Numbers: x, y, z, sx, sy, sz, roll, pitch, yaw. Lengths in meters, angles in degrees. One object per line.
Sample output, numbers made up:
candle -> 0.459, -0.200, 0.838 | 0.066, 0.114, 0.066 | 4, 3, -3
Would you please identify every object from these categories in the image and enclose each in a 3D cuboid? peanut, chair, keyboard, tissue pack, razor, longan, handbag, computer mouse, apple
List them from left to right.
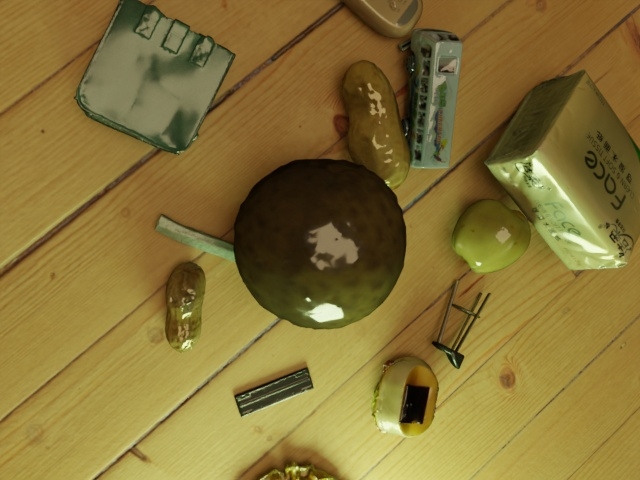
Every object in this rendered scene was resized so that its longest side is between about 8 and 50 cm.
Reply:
handbag -> -0.357, -0.348, 1.402 | 0.269, 0.100, 0.274 | 22, 89, -16
peanut -> -0.316, 0.155, 1.490 | 0.100, 0.099, 0.214 | 5, 102, -18
keyboard -> -0.115, 0.380, 1.621 | 0.198, 0.010, 0.063 | -19, 104, -14
longan -> 0.000, 0.000, 1.433 | 0.391, 0.391, 0.391 | -2, 98, -17
peanut -> 0.128, -0.268, 1.543 | 0.148, 0.147, 0.318 | -19, 106, -14
computer mouse -> 0.135, -0.586, 1.530 | 0.236, 0.082, 0.145 | 35, 87, -17
razor -> 0.275, -0.416, 1.628 | 0.084, 0.036, 0.211 | -29, 111, 1
chair -> 0.366, 0.222, 1.716 | 0.095, 0.104, 0.221 | 22, 86, 6
apple -> 0.435, -0.014, 1.655 | 0.200, 0.200, 0.200 | -2, 98, -17
tissue pack -> 0.659, -0.173, 1.655 | 0.405, 0.205, 0.331 | 45, 64, -17

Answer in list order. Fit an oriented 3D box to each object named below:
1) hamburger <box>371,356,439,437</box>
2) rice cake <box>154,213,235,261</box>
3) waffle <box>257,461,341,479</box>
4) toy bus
hamburger -> 0.220, 0.408, 1.684 | 0.173, 0.116, 0.210 | 7, 91, -27
rice cake -> -0.265, 0.003, 1.505 | 0.245, 0.042, 0.045 | 22, 93, -20
waffle -> -0.065, 0.723, 1.655 | 0.325, 0.068, 0.302 | 39, 85, -17
toy bus -> 0.268, -0.338, 1.560 | 0.109, 0.136, 0.329 | -2, 109, -13
